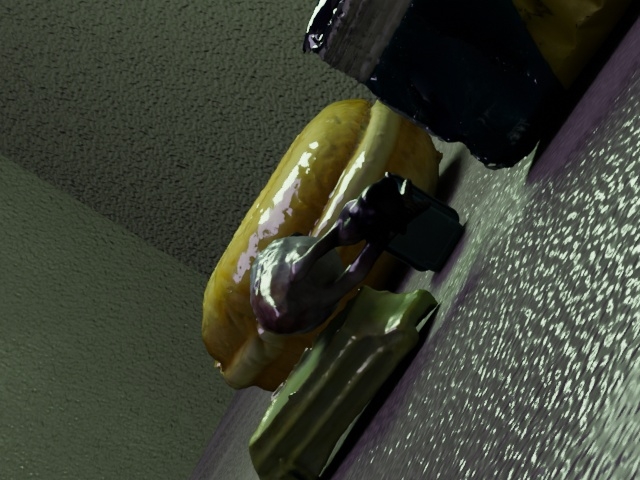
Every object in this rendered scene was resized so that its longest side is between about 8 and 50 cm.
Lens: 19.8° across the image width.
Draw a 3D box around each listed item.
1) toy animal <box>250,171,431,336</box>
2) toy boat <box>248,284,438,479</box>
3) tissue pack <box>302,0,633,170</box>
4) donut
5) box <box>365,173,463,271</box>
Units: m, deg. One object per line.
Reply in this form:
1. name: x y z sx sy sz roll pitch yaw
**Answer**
1. toy animal: -0.013 0.033 1.774 0.195 0.090 0.324 -41 6 -26
2. toy boat: 0.006 0.148 1.746 0.276 0.084 0.111 -57 2 33
3. tissue pack: 0.187 -0.310 1.625 0.417 0.253 0.264 -58 2 33
4. donut: 0.000 0.000 2.332 0.449 0.198 0.449 -59 3 6
5. box: 0.093 -0.013 1.849 0.074 0.099 0.054 -58 17 5
